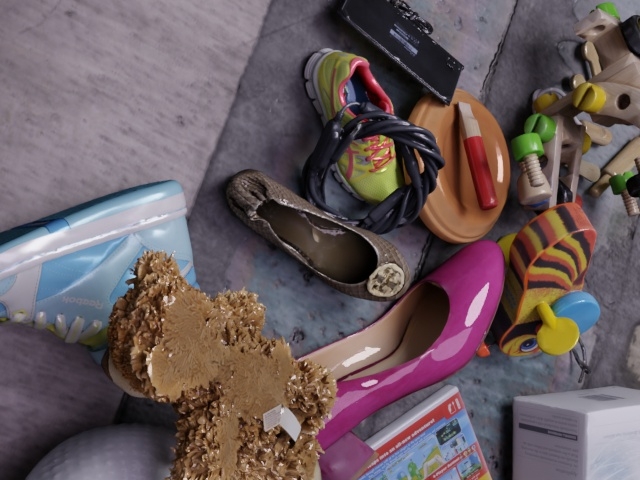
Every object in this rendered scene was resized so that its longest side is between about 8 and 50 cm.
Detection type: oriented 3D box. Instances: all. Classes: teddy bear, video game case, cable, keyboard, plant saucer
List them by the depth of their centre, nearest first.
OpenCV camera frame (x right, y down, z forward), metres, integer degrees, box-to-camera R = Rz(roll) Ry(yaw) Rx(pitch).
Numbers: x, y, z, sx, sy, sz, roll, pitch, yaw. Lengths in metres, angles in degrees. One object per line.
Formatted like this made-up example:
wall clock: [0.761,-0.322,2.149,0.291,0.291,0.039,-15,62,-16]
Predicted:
teddy bear: [-0.096,0.151,1.044,0.338,0.113,0.245,23,64,-53]
cable: [0.058,-0.073,1.235,0.150,0.047,0.184,16,126,-12]
keyboard: [0.100,-0.248,1.295,0.180,0.023,0.108,37,48,-17]
plant saucer: [0.180,-0.096,1.334,0.200,0.037,0.200,7,79,-44]
video game case: [0.145,0.360,1.377,0.204,0.025,0.285,-30,108,-26]

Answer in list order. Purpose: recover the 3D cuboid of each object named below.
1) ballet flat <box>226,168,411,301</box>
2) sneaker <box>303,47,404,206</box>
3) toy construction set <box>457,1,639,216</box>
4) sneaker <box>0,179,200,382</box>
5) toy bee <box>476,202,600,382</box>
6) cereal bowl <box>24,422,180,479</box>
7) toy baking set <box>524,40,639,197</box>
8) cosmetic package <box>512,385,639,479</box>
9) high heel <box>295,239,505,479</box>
ballet flat: [0.000,0.000,1.218,0.250,0.058,0.084,34,99,-16]
sneaker: [0.053,-0.129,1.254,0.081,0.094,0.208,-37,112,-26]
toy construction set: [0.315,-0.168,1.336,0.309,0.257,0.237,-6,73,-22]
sneaker: [-0.252,0.079,1.066,0.319,0.127,0.208,-23,103,-27]
toy bee: [0.273,0.096,1.364,0.162,0.195,0.298,-17,114,-5]
cereal bowl: [-0.154,0.347,1.046,0.339,0.141,0.339,26,58,-53]
toy baking set: [0.382,-0.164,1.490,0.256,0.030,0.197,-46,111,-20]
cosmetic package: [0.382,0.324,1.439,0.224,0.138,0.225,0,92,-36]
high heel: [0.073,0.112,1.256,0.377,0.127,0.181,-53,124,-15]
